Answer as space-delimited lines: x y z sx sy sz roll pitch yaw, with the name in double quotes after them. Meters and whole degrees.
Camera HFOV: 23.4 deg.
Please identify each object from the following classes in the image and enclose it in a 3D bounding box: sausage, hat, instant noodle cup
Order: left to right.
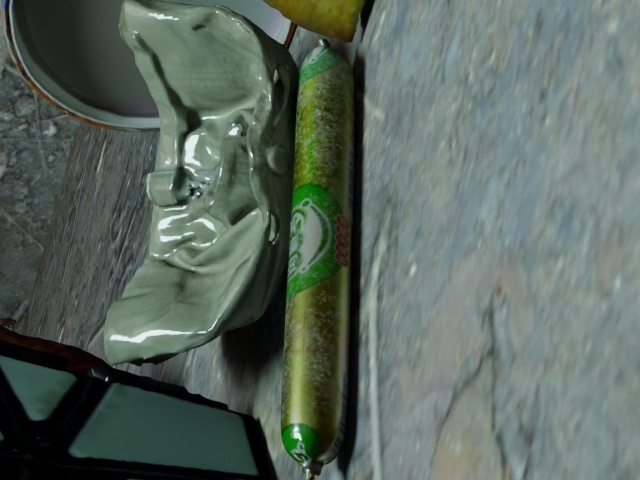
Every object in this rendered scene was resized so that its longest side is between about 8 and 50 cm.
-0.125 -0.208 1.067 0.192 0.250 0.250 -108 32 -46 "instant noodle cup"
-0.049 -0.029 0.935 0.245 0.149 0.214 11 -100 -69 "hat"
0.000 0.000 0.772 0.033 0.033 0.269 121 157 -51 "sausage"

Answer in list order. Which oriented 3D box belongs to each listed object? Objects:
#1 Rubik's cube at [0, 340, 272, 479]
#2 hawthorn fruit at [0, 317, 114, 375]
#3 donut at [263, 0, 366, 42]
-0.188 0.225 0.778 0.293 0.289 0.283 -115 43 -72 "Rubik's cube"
-0.262 0.236 1.145 0.284 0.285 0.368 -95 13 -50 "hawthorn fruit"
-0.017 -0.274 0.869 0.112 0.151 0.295 -45 33 47 "donut"
